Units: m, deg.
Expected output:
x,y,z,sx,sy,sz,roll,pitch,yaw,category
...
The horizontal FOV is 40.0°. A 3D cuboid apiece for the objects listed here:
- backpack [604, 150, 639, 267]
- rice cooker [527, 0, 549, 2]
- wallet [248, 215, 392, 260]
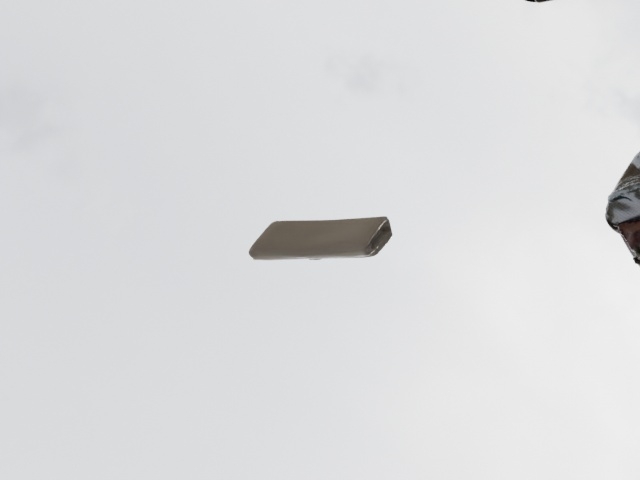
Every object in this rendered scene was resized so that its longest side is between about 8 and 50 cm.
x,y,z,sx,sy,sz,roll,pitch,yaw,category
0.457,0.004,0.799,0.283,0.317,0.197,39,-111,-16,backpack
0.241,-0.341,0.941,0.112,0.165,0.106,-7,-139,18,rice cooker
0.000,0.000,0.800,0.061,0.122,0.025,-44,-54,-53,wallet
